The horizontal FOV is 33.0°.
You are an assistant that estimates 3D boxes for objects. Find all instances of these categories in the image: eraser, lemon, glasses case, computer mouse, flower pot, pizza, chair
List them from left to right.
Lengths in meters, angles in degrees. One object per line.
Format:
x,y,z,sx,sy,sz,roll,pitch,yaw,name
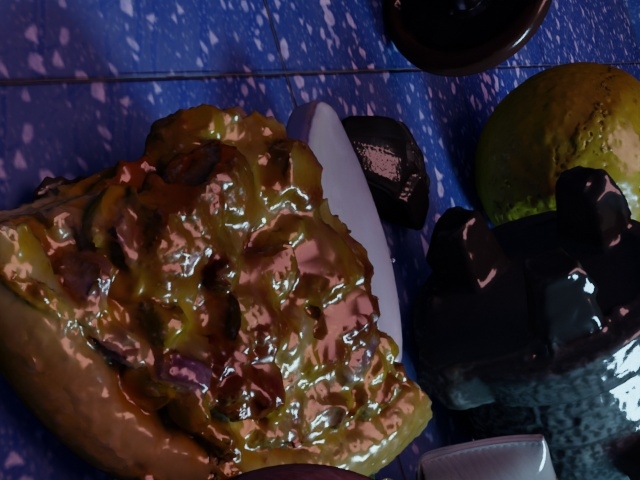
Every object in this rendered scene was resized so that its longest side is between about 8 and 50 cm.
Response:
-0.059,0.045,0.728,0.409,0.114,0.278,36,58,-40,pizza
-0.001,0.000,0.945,0.204,0.059,0.243,7,74,-60,eraser
0.077,-0.075,1.128,0.192,0.062,0.106,28,53,-53,computer mouse
0.114,-0.328,1.159,0.401,0.226,0.227,28,52,-55,chair
0.190,0.276,1.034,0.308,0.128,0.083,52,16,-52,glasses case
0.231,0.101,1.112,0.299,0.299,0.283,-65,141,-52,flower pot
0.335,-0.103,1.413,0.258,0.258,0.310,64,36,-20,lemon

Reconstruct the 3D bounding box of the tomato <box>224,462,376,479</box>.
-0.021,0.267,0.591,0.270,0.227,0.270,34,34,-28,tomato

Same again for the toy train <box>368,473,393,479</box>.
0.029,0.276,0.859,0.081,0.060,0.202,28,50,-47,toy train
